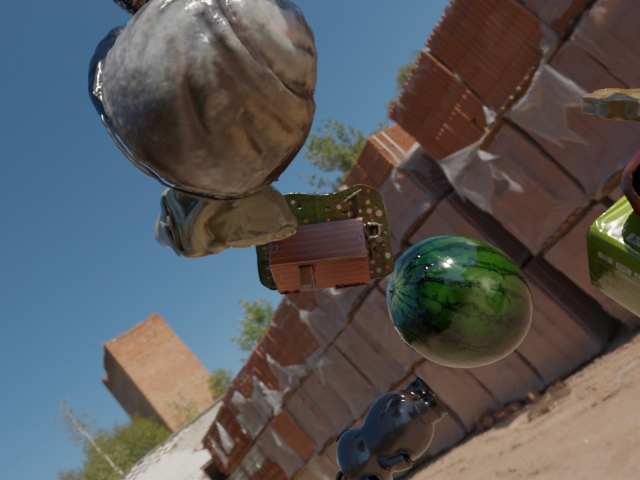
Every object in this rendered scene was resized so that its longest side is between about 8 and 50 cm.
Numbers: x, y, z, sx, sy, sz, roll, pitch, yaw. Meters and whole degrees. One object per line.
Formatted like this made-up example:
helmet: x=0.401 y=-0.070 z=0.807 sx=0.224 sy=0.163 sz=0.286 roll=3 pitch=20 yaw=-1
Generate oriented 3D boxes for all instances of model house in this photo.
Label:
model house: x=-0.001 y=0.001 z=1.118 sx=0.293 sy=0.207 sz=0.154 roll=-7 pitch=5 yaw=4

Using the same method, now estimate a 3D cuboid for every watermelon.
watermelon: x=0.338 y=0.149 z=1.375 sx=0.363 sy=0.363 sz=0.363 roll=-42 pitch=-13 yaw=-12

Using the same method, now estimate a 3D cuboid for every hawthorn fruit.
hawthorn fruit: x=0.571 y=-0.100 z=0.878 sx=0.148 sy=0.148 sz=0.172 roll=-43 pitch=2 yaw=-7

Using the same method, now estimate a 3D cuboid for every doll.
doll: x=0.125 y=0.380 z=1.062 sx=0.257 sy=0.117 sz=0.182 roll=-52 pitch=21 yaw=7

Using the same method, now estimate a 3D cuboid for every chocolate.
chocolate: x=-0.121 y=-0.228 z=0.724 sx=0.303 sy=0.303 sz=0.213 roll=-32 pitch=-6 yaw=-45

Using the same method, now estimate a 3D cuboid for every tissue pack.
tissue pack: x=0.636 y=0.058 z=0.968 sx=0.167 sy=0.275 sz=0.200 roll=-37 pitch=-46 yaw=-7

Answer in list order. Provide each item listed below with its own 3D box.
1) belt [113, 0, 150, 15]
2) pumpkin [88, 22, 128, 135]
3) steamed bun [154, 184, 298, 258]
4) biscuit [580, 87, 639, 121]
belt: x=-0.276 y=-0.450 z=1.025 sx=0.122 sy=0.260 sz=0.325 roll=-55 pitch=9 yaw=18
pumpkin: x=-0.471 y=-0.435 z=1.576 sx=0.266 sy=0.364 sz=0.363 roll=-28 pitch=-1 yaw=37
steamed bun: x=-0.165 y=-0.063 z=0.904 sx=0.211 sy=0.218 sz=0.145 roll=-16 pitch=-70 yaw=-29
biscuit: x=0.694 y=-0.273 z=1.103 sx=0.351 sy=0.311 sz=0.057 roll=-82 pitch=-7 yaw=-72
